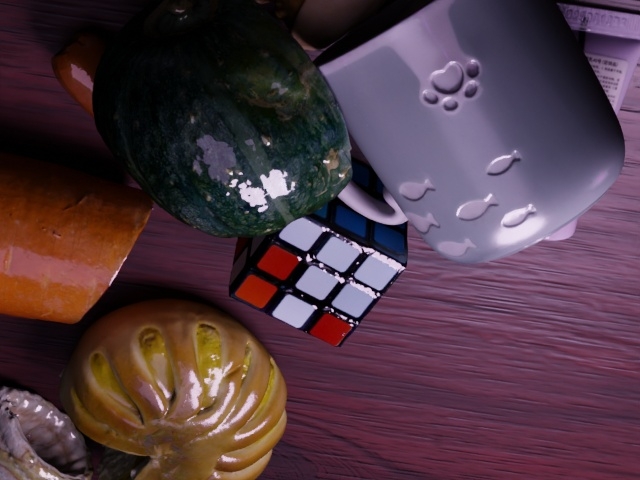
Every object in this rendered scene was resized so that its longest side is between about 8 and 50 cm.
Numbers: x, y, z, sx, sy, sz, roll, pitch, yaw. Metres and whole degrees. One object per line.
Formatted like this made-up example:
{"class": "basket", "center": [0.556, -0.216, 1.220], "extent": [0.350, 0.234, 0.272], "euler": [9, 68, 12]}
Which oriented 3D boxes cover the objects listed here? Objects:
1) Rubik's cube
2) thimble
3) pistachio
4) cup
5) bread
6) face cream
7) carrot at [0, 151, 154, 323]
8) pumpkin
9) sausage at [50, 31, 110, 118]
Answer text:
{"class": "Rubik's cube", "center": [0.000, 0.000, 1.804], "extent": [0.162, 0.161, 0.163], "euler": [28, 123, -15]}
{"class": "thimble", "center": [-0.421, 0.299, 2.069], "extent": [0.143, 0.137, 0.190], "euler": [-35, 106, 25]}
{"class": "pistachio", "center": [0.017, -0.304, 1.599], "extent": [0.157, 0.157, 0.229], "euler": [31, 128, -18]}
{"class": "cup", "center": [0.131, -0.121, 1.619], "extent": [0.356, 0.259, 0.274], "euler": [-25, 102, 41]}
{"class": "bread", "center": [-0.192, 0.232, 1.990], "extent": [0.333, 0.160, 0.333], "euler": [1, 127, 1]}
{"class": "face cream", "center": [0.278, -0.140, 1.739], "extent": [0.154, 0.096, 0.274], "euler": [10, 114, -1]}
{"class": "carrot", "center": [-0.386, -0.006, 1.805], "extent": [0.331, 0.193, 0.214], "euler": [15, 127, -11]}
{"class": "pumpkin", "center": [-0.127, -0.121, 1.617], "extent": [0.197, 0.293, 0.263], "euler": [-39, 133, -16]}
{"class": "sausage", "center": [-0.230, -0.161, 1.756], "extent": [0.076, 0.076, 0.197], "euler": [-32, 120, 24]}
